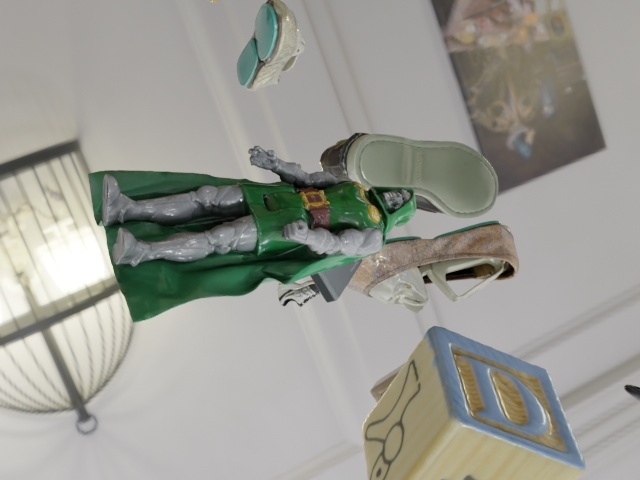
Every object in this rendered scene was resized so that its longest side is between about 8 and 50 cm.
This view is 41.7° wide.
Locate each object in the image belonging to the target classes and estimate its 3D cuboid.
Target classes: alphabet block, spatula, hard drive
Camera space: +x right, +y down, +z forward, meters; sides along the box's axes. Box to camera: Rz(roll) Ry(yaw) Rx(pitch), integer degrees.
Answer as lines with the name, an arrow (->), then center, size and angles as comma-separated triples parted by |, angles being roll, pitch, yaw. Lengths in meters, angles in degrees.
alphabet block -> 0.185, 0.262, 1.076 | 0.197, 0.193, 0.192 | -59, -164, 27
spatula -> 0.604, 0.283, 1.305 | 0.296, 0.030, 0.084 | 20, -170, -6
hard drive -> 0.000, 0.000, 1.088 | 0.022, 0.135, 0.094 | -16, -156, 35

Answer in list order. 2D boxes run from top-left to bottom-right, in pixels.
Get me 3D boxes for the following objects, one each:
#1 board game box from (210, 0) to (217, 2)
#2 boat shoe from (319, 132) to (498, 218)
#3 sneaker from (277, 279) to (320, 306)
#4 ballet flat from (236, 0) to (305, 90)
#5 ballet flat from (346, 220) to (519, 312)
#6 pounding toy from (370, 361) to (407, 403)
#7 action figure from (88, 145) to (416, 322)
board game box -> -0.051, -0.444, 1.157 | 0.316, 0.064, 0.242 | -33, -155, -4
boat shoe -> 0.102, -0.073, 0.915 | 0.227, 0.081, 0.068 | 10, 177, -39
sneaker -> -0.021, 0.078, 1.203 | 0.083, 0.037, 0.032 | -6, 161, 13
ballet flat -> -0.042, -0.193, 0.824 | 0.052, 0.057, 0.168 | -9, 176, -18
ballet flat -> 0.159, 0.045, 1.228 | 0.315, 0.106, 0.107 | -12, 157, -18
pounding toy -> 0.212, 0.242, 1.263 | 0.206, 0.181, 0.094 | -35, 174, 9
action figure -> -0.033, -0.017, 0.593 | 0.232, 0.137, 0.063 | -6, 142, -27
